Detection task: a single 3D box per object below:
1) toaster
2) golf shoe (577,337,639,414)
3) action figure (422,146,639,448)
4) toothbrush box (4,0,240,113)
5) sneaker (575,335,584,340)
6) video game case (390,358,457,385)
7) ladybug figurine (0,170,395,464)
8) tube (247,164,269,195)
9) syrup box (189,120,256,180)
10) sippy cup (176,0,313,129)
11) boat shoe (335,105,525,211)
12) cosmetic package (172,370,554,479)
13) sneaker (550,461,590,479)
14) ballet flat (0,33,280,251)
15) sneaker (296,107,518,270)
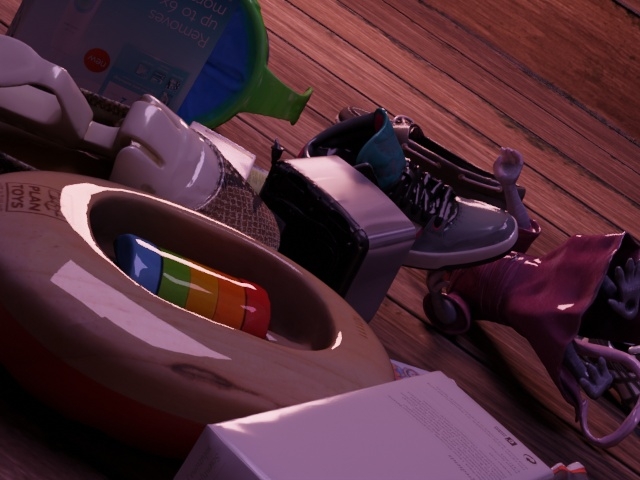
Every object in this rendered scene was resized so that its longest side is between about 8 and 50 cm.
[{"bbox_3d":[0.000,0.000,1.807,0.168,0.185,0.110,42,33,27],"label":"toaster"},{"bbox_3d":[0.441,0.190,2.143,0.198,0.094,0.077,34,19,1],"label":"golf shoe"},{"bbox_3d":[0.272,0.063,2.054,0.370,0.248,0.275,20,-31,50],"label":"action figure"},{"bbox_3d":[-0.247,-0.262,1.893,0.216,0.295,0.126,26,22,-19],"label":"toothbrush box"},{"bbox_3d":[0.351,0.114,2.256,0.166,0.065,0.076,27,4,-23],"label":"sneaker"},{"bbox_3d":[0.123,0.193,1.782,0.143,0.019,0.157,20,23,-31],"label":"video game case"},{"bbox_3d":[-0.145,0.085,1.435,0.449,0.162,0.305,24,22,-22],"label":"ladybug figurine"},{"bbox_3d":[-0.039,-0.044,2.047,0.240,0.070,0.062,21,-16,-35],"label":"tube"},{"bbox_3d":[-0.150,-0.049,1.835,0.096,0.093,0.237,29,21,-6],"label":"syrup box"},{"bbox_3d":[-0.169,-0.264,2.146,0.305,0.240,0.224,65,11,-1],"label":"sippy cup"},{"bbox_3d":[0.180,-0.134,2.500,0.335,0.095,0.112,37,21,12],"label":"boat shoe"},{"bbox_3d":[0.018,0.241,1.272,0.155,0.197,0.365,42,21,25],"label":"cosmetic package"},{"bbox_3d":[0.273,0.286,1.732,0.065,0.061,0.158,48,25,21],"label":"sneaker"},{"bbox_3d":[-0.257,-0.104,1.589,0.483,0.182,0.164,23,53,-1],"label":"ballet flat"},{"bbox_3d":[0.098,-0.072,1.916,0.295,0.178,0.124,6,42,8],"label":"sneaker"}]
